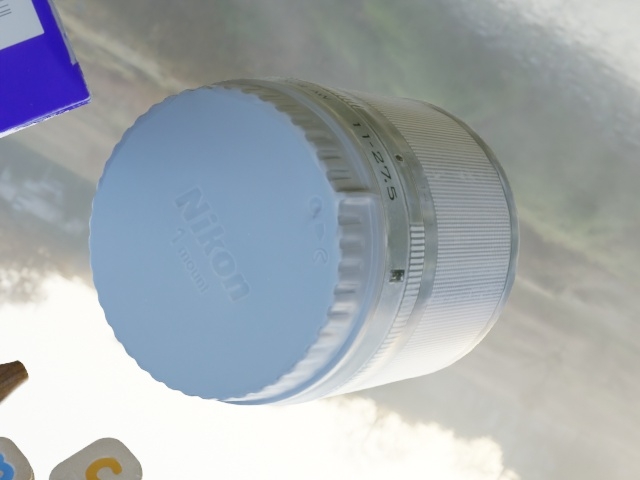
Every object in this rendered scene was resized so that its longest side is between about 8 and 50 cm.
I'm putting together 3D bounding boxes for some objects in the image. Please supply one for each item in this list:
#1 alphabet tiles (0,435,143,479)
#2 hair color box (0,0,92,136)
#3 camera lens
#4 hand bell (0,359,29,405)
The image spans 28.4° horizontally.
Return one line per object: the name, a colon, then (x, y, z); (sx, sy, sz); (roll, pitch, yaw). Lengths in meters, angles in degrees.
alphabet tiles: (-0.225, 0.272, 0.949); (0.284, 0.278, 0.021); (40, 148, 32)
hair color box: (-0.257, -0.147, 0.764); (0.339, 0.110, 0.185); (8, 121, 63)
camera lens: (0.000, 0.000, 0.900); (0.219, 0.219, 0.274); (29, -164, 28)
hand bell: (-0.326, 0.146, 0.933); (0.126, 0.242, 0.126); (34, 138, 37)
